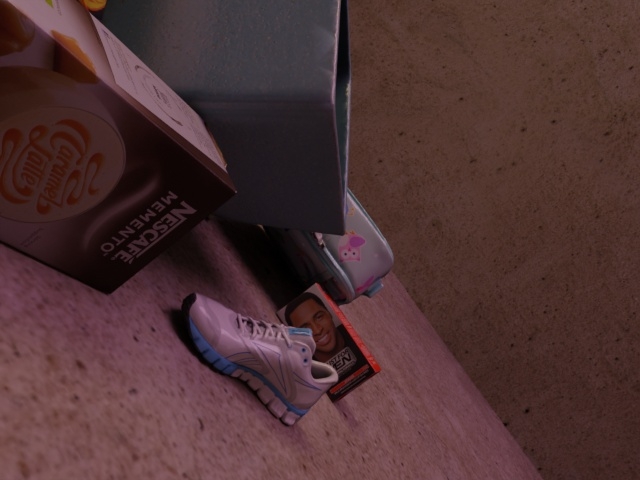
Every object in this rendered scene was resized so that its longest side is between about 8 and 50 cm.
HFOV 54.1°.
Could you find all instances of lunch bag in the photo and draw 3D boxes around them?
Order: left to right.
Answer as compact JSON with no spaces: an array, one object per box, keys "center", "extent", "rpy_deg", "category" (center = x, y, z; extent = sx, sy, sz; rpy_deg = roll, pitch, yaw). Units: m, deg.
[{"center":[0.000,0.000,0.958],"extent":[0.224,0.107,0.279],"rpy_deg":[57,-11,4],"category":"lunch bag"}]

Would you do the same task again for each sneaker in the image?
[{"center":[-0.053,0.100,0.613],"extent":[0.191,0.083,0.071],"rpy_deg":[46,13,-33],"category":"sneaker"}]

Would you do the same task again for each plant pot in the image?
[{"center":[-0.097,-0.164,0.671],"extent":[0.248,0.252,0.247],"rpy_deg":[80,12,-64],"category":"plant pot"}]

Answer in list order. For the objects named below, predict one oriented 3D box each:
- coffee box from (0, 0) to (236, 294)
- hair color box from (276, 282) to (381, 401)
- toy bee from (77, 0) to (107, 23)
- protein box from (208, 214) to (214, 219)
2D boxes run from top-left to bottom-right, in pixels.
[{"center":[-0.189,-0.081,0.423],"extent":[0.246,0.141,0.098],"rpy_deg":[41,15,-51],"category":"coffee box"},{"center":[0.011,0.134,0.836],"extent":[0.141,0.072,0.043],"rpy_deg":[55,9,16],"category":"hair color box"},{"center":[-0.301,-0.336,0.889],"extent":[0.195,0.162,0.298],"rpy_deg":[4,-39,54],"category":"toy bee"},{"center":[-0.155,-0.162,0.917],"extent":[0.201,0.136,0.200],"rpy_deg":[51,8,-7],"category":"protein box"}]
